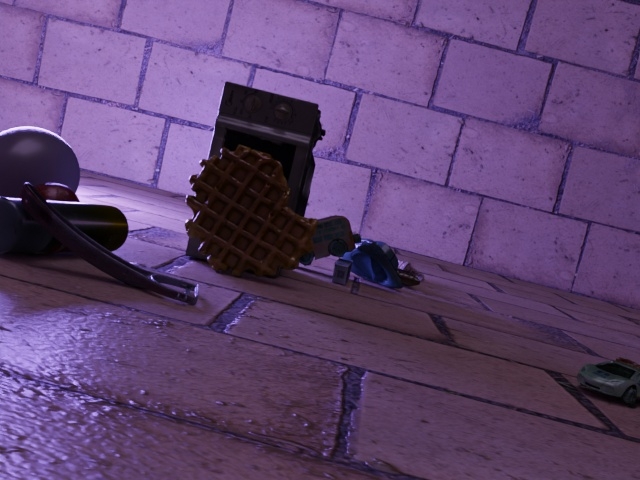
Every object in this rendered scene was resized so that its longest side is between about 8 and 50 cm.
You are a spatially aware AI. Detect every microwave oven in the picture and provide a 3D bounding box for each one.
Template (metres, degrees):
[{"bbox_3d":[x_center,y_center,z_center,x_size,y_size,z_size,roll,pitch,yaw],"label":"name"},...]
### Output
[{"bbox_3d":[-0.124,-0.123,1.614,0.218,0.355,0.286,13,3,-1],"label":"microwave oven"}]

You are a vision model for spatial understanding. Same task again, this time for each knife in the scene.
[{"bbox_3d":[-0.295,0.016,1.058,0.278,0.053,0.123,32,-3,-11],"label":"knife"}]

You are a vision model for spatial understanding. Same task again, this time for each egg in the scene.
[{"bbox_3d":[-0.552,-0.125,1.449,0.176,0.176,0.232,14,9,0],"label":"egg"}]

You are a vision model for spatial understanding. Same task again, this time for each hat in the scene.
[{"bbox_3d":[0.139,0.046,1.855,0.190,0.078,0.138,15,-36,47],"label":"hat"}]

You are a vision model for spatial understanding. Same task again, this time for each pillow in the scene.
[{"bbox_3d":[0.189,0.086,2.039,0.113,0.038,0.203,20,1,-6],"label":"pillow"}]

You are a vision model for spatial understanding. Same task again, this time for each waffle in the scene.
[{"bbox_3d":[-0.129,-0.058,1.436,0.248,0.253,0.056,-1,-9,-3],"label":"waffle"}]

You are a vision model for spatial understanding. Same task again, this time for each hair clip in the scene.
[{"bbox_3d":[0.229,0.075,2.230,0.072,0.034,0.226,43,-4,-17],"label":"hair clip"}]

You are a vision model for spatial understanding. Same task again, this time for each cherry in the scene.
[{"bbox_3d":[-0.471,-0.041,1.248,0.106,0.090,0.225,-11,9,19],"label":"cherry"}]

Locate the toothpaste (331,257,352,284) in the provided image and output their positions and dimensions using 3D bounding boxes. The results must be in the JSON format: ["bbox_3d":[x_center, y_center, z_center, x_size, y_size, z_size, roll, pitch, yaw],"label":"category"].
[{"bbox_3d":[0.050,0.068,1.758,0.034,0.046,0.164,12,4,5],"label":"toothpaste"}]

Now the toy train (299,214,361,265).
[{"bbox_3d":[0.000,0.000,1.806,0.188,0.099,0.072,-15,0,5],"label":"toy train"}]

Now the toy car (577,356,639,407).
[{"bbox_3d":[0.461,0.209,1.151,0.186,0.058,0.093,11,6,-38],"label":"toy car"}]

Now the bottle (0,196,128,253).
[{"bbox_3d":[-0.400,-0.020,1.176,0.082,0.082,0.286,15,4,16],"label":"bottle"}]
